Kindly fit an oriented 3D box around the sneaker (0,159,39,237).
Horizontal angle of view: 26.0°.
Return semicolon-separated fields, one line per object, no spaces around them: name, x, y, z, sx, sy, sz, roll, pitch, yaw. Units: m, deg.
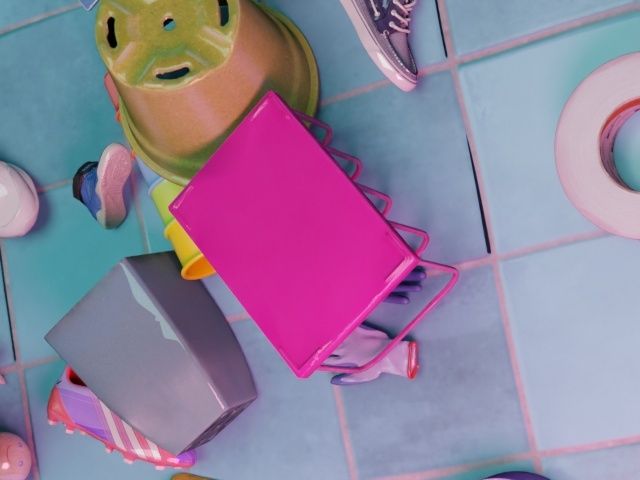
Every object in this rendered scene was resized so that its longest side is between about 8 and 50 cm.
sneaker;-0.544;-0.098;2.028;0.305;0.152;0.114;34;100;22

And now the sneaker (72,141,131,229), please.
sneaker;-0.310;-0.092;1.937;0.084;0.058;0.152;41;145;25

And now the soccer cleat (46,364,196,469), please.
soccer cleat;-0.274;0.246;1.923;0.248;0.083;0.095;17;91;28

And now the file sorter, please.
file sorter;0.000;0.000;1.721;0.202;0.182;0.290;-47;64;16

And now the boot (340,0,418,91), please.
boot;0.091;-0.287;1.771;0.086;0.069;0.190;-37;71;23

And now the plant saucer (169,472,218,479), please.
plant saucer;-0.094;0.499;1.821;0.333;0.081;0.333;7;91;25

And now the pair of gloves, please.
pair of gloves;0.060;0.091;1.795;0.159;0.023;0.198;3;85;28

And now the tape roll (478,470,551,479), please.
tape roll;0.229;0.376;1.669;0.189;0.080;0.189;-1;88;26

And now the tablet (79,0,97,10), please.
tablet;-0.326;-0.380;2.015;0.083;0.006;0.054;-45;70;18

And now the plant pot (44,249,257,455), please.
plant pot;-0.206;0.157;1.852;0.166;0.165;0.234;-44;78;18

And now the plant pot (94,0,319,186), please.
plant pot;-0.159;-0.230;1.747;0.276;0.254;0.276;-3;75;10

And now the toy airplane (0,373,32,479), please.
toy airplane;-0.554;0.325;1.981;0.384;0.272;0.386;37;118;61

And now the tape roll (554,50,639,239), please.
tape roll;0.387;-0.108;1.618;0.219;0.072;0.219;-1;87;25

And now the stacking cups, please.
stacking cups;-0.215;-0.103;1.897;0.096;0.096;0.316;-35;74;21
